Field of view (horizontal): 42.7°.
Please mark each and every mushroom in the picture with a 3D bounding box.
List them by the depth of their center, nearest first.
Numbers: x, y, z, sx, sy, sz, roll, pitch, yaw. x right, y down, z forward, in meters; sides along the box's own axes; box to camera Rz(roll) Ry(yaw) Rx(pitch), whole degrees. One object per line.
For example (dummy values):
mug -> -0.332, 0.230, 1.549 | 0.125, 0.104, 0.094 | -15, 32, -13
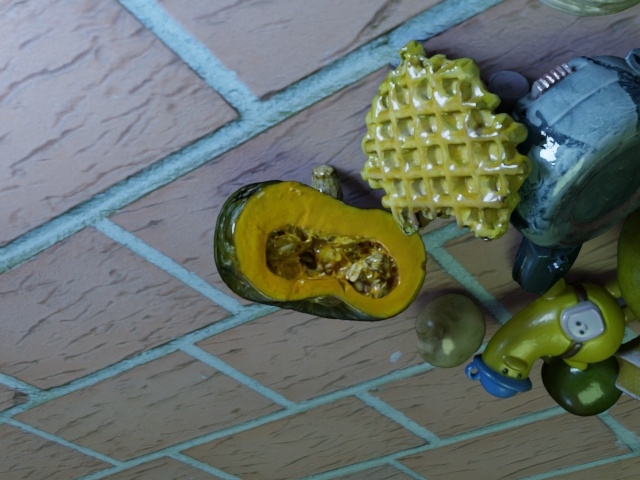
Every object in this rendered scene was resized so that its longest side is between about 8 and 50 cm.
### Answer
mushroom -> 0.240, 0.168, 1.523 | 0.148, 0.112, 0.148 | -18, 131, -23

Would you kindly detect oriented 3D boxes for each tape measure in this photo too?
tape measure -> 0.349, -0.118, 1.072 | 0.275, 0.147, 0.256 | -24, 146, -17

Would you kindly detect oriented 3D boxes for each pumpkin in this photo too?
pumpkin -> 0.000, 0.000, 1.226 | 0.317, 0.221, 0.139 | 13, 169, -17

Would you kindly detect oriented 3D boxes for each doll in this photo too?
doll -> 0.428, 0.163, 1.490 | 0.363, 0.145, 0.199 | -28, 105, 8

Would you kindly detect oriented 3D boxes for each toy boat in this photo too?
toy boat -> 0.370, 0.028, 1.372 | 0.093, 0.103, 0.246 | -17, 157, -2

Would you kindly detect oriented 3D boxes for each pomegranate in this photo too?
pomegranate -> 0.503, 0.243, 1.596 | 0.211, 0.179, 0.179 | 35, 131, -30

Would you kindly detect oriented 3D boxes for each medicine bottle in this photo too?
medicine bottle -> 0.247, -0.145, 1.143 | 0.058, 0.057, 0.199 | -1, 143, -1

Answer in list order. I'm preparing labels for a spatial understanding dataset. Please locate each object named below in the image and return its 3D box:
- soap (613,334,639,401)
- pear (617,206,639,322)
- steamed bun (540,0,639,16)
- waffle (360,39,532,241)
soap -> 0.667, 0.204, 1.397 | 0.259, 0.281, 0.143 | -27, 101, -5
pear -> 0.580, 0.030, 1.236 | 0.253, 0.252, 0.307 | -8, 147, 8
steamed bun -> 0.287, -0.318, 0.834 | 0.211, 0.144, 0.218 | 21, 138, -27
waffle -> 0.152, -0.106, 1.054 | 0.051, 0.291, 0.291 | -21, 157, -36
